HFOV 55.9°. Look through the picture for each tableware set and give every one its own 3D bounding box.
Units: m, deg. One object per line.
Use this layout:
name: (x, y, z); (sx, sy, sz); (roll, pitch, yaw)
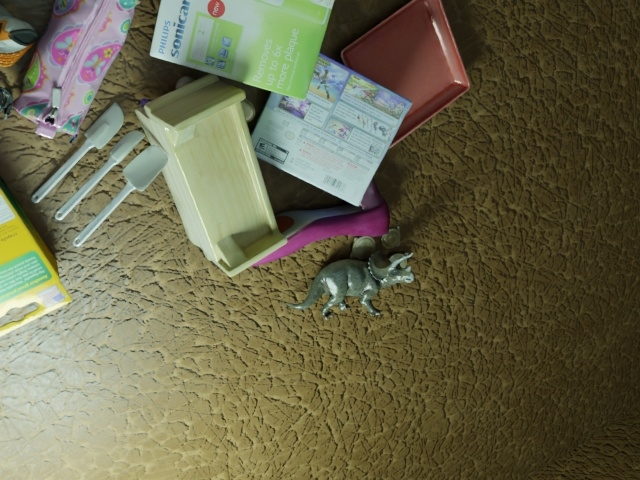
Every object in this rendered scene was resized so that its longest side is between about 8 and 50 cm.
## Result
tableware set: (0.150, 0.039, 1.539); (0.169, 0.020, 0.141); (-15, 118, -19)

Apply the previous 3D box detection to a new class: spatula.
spatula: (-0.409, -0.115, 1.107); (0.242, 0.019, 0.168); (-45, 82, 2)

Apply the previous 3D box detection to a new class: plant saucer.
plant saucer: (0.187, -0.379, 1.339); (0.258, 0.048, 0.259); (-37, 124, -7)

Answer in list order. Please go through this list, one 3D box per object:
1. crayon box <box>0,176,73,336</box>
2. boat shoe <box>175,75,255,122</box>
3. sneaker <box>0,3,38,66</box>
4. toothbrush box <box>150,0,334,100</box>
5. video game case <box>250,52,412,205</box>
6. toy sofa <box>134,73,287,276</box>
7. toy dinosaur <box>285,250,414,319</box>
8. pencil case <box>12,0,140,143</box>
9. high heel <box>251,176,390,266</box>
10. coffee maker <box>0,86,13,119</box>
crayon box: (-0.622, 0.017, 1.084); (0.203, 0.083, 0.323); (-28, 122, -14)
boat shoe: (-0.199, -0.268, 1.181); (0.170, 0.059, 0.063); (14, 106, -32)
sneaker: (-0.531, -0.331, 0.870); (0.121, 0.262, 0.099); (43, 95, -3)
toothbrush box: (-0.139, -0.394, 1.078); (0.283, 0.122, 0.206); (14, 107, -15)
video game case: (0.014, -0.239, 1.253); (0.270, 0.061, 0.244); (25, 102, -12)
toy sofa: (-0.205, -0.126, 1.171); (0.150, 0.177, 0.362); (-33, 131, -23)
toy dinosaur: (0.069, 0.104, 1.486); (0.314, 0.121, 0.160); (-4, 108, 1)
pencil case: (-0.411, -0.313, 1.013); (0.124, 0.124, 0.284); (24, 100, -34)
high heel: (0.000, 0.000, 1.375); (0.377, 0.127, 0.181); (-30, 121, -12)
coffee maker: (-0.549, -0.228, 0.928); (0.171, 0.178, 0.120); (-1, 116, -38)
